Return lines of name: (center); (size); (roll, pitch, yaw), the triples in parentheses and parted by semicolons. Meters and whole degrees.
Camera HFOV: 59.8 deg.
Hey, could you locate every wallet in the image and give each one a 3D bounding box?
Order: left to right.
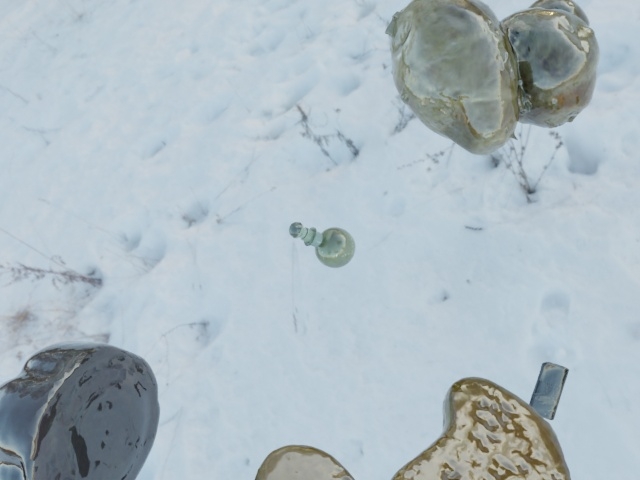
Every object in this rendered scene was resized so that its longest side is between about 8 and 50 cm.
wallet: (0.644, 0.423, 1.571); (0.082, 0.018, 0.156); (19, 89, -5)

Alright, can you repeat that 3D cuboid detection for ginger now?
ginger: (0.255, -0.241, 0.762); (0.304, 0.155, 0.244); (-8, 62, -15)

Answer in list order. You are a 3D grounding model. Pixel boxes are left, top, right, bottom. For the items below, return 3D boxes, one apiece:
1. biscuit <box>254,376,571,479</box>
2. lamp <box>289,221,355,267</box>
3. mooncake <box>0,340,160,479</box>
biscuit: (0.137, 0.312, 0.531); (0.394, 0.076, 0.368); (-20, 51, -36)
lamp: (0.000, 0.000, 1.204); (0.091, 0.163, 0.090); (-33, 43, 38)
mooncake: (-0.330, 0.253, 0.757); (0.134, 0.245, 0.244); (0, 59, 28)
